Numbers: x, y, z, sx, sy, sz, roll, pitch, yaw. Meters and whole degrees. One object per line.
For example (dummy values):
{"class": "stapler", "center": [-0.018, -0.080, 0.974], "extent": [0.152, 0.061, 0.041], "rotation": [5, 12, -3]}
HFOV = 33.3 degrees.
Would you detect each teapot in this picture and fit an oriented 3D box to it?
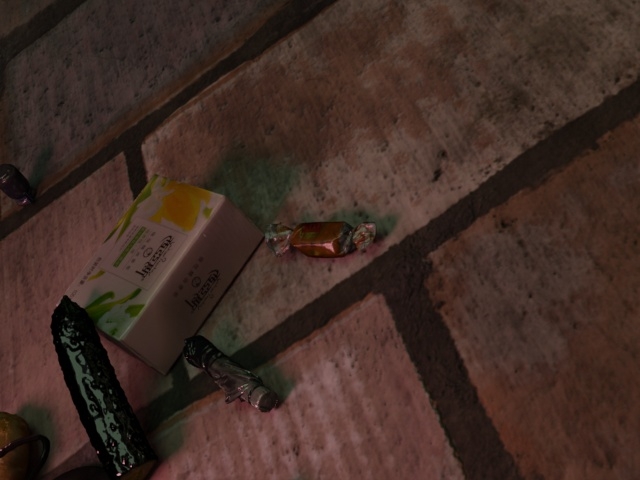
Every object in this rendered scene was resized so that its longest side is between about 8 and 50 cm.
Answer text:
{"class": "teapot", "center": [-0.570, -0.106, 2.010], "extent": [0.064, 0.083, 0.049], "rotation": [0, 57, 30]}

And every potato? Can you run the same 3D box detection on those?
{"class": "potato", "center": [-0.470, 0.313, 1.551], "extent": [0.107, 0.080, 0.170], "rotation": [-43, 34, 16]}

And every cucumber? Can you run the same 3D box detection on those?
{"class": "cucumber", "center": [-0.305, 0.198, 1.445], "extent": [0.072, 0.072, 0.300], "rotation": [-36, 64, 8]}

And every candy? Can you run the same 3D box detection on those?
{"class": "candy", "center": [0.000, 0.000, 1.475], "extent": [0.182, 0.046, 0.053], "rotation": [1, 53, 34]}

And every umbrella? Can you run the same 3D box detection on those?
{"class": "umbrella", "center": [-0.122, 0.181, 1.417], "extent": [0.188, 0.046, 0.050], "rotation": [27, 93, 46]}

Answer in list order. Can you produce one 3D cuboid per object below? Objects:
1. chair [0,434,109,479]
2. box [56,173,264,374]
{"class": "chair", "center": [-0.444, 0.295, 1.298], "extent": [0.227, 0.401, 0.226], "rotation": [-22, 45, 23]}
{"class": "box", "center": [-0.237, 0.043, 1.582], "extent": [0.194, 0.111, 0.260], "rotation": [17, 65, 46]}
